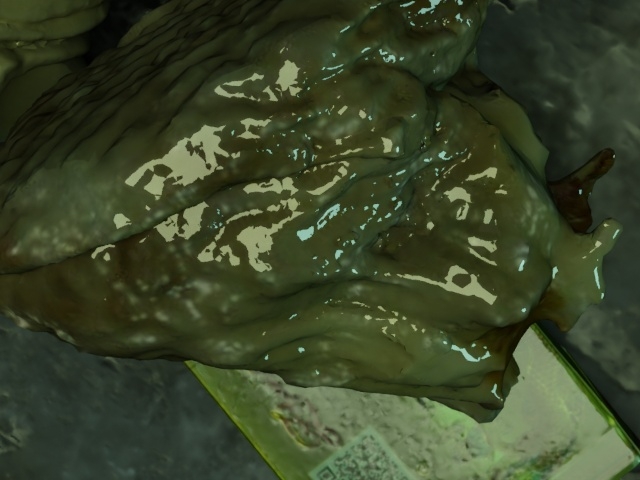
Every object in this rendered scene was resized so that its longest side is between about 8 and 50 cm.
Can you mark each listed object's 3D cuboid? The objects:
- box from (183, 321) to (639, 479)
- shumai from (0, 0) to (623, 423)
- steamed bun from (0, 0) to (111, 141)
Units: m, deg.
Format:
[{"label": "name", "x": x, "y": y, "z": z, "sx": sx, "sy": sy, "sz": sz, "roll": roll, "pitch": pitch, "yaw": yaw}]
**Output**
[{"label": "box", "x": 0.019, "y": 0.052, "z": 1.003, "sx": 0.173, "sy": 0.043, "sz": 0.311, "roll": -40, "pitch": 91, "yaw": 10}, {"label": "shumai", "x": 0.000, "y": 0.000, "z": 0.855, "sx": 0.314, "sy": 0.267, "sz": 0.262, "roll": -40, "pitch": 107, "yaw": -28}, {"label": "steamed bun", "x": -0.241, "y": -0.113, "z": 0.914, "sx": 0.289, "sy": 0.276, "sz": 0.203, "roll": -36, "pitch": 104, "yaw": -14}]
